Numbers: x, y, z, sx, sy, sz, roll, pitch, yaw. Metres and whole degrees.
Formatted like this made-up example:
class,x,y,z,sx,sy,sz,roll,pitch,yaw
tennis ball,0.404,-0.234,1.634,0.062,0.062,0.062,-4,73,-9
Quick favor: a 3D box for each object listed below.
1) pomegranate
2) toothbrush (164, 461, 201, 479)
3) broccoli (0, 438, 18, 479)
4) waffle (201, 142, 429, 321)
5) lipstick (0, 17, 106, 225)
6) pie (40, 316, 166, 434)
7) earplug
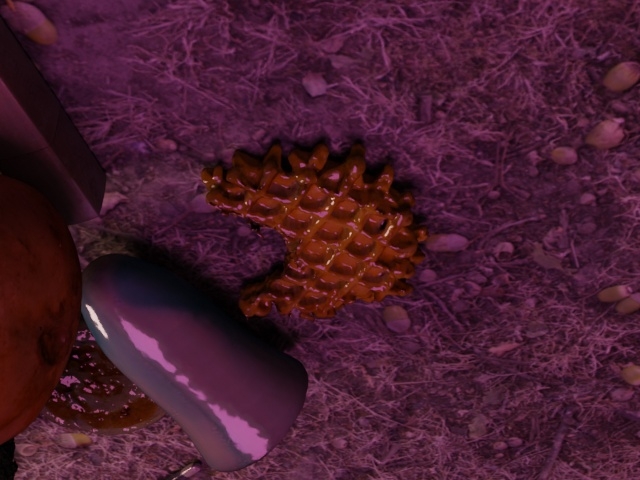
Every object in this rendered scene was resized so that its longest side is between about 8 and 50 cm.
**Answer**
class,x,y,z,sx,sy,sz,roll,pitch,yaw
pomegranate,-0.431,0.073,1.472,0.338,0.338,0.338,1,137,1
toothbrush,-0.280,0.413,2.141,0.024,0.026,0.288,17,137,-41
broccoli,-0.565,0.316,1.869,0.298,0.297,0.297,22,167,5
waffle,0.000,0.000,1.647,0.260,0.069,0.293,-7,138,11
lipstick,-0.353,-0.161,1.479,0.080,0.076,0.371,-13,135,15
pie,-0.310,0.189,1.876,0.241,0.054,0.240,1,135,1
earplug,-0.187,0.135,1.742,0.185,0.185,0.324,-29,122,29
